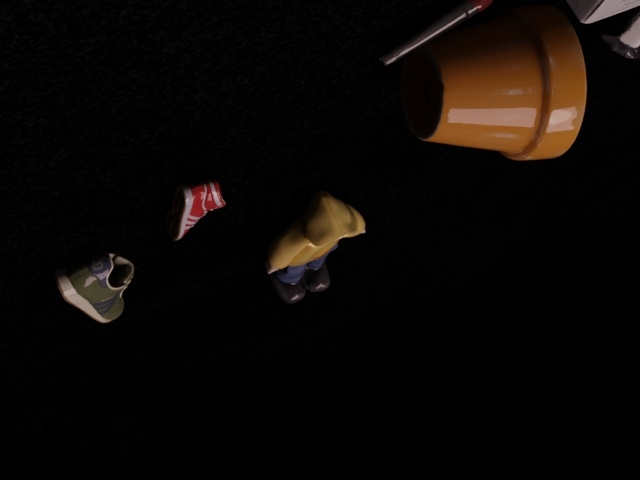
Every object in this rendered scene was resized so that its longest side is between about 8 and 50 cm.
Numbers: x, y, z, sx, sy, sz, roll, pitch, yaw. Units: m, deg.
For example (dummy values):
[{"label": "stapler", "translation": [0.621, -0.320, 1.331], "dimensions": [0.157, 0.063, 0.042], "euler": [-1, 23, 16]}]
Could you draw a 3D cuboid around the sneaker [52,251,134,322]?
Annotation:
[{"label": "sneaker", "translation": [-0.286, 0.060, 2.030], "dimensions": [0.086, 0.064, 0.192], "euler": [-27, 162, 6]}]

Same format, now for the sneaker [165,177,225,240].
[{"label": "sneaker", "translation": [-0.165, -0.042, 1.985], "dimensions": [0.067, 0.042, 0.118], "euler": [-19, 159, -26]}]

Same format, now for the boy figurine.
[{"label": "boy figurine", "translation": [0.000, 0.000, 2.344], "dimensions": [0.177, 0.092, 0.285], "euler": [-22, 165, -22]}]

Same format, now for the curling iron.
[{"label": "curling iron", "translation": [0.186, -0.302, 1.848], "dimensions": [0.274, 0.035, 0.068], "euler": [-33, 160, 5]}]

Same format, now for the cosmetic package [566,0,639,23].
[{"label": "cosmetic package", "translation": [0.256, -0.340, 1.487], "dimensions": [0.117, 0.231, 0.085], "euler": [-21, 162, -30]}]

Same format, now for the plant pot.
[{"label": "plant pot", "translation": [0.214, -0.202, 1.956], "dimensions": [0.188, 0.205, 0.205], "euler": [-7, 156, -21]}]

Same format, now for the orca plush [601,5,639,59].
[{"label": "orca plush", "translation": [0.557, -0.370, 2.217], "dimensions": [0.287, 0.151, 0.102], "euler": [-50, -173, 43]}]
